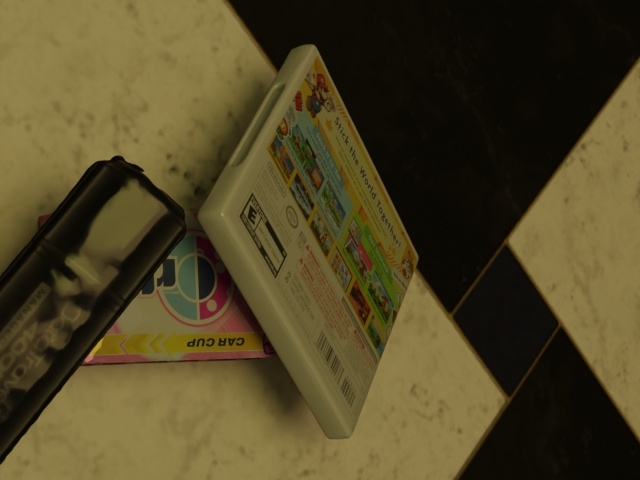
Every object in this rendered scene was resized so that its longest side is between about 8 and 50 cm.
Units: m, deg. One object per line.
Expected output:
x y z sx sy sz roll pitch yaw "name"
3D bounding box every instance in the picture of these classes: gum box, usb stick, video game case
-0.113 0.034 0.960 0.188 0.062 0.107 2 82 -39 "gum box"
-0.192 0.068 0.853 0.077 0.045 0.278 40 78 -13 "usb stick"
0.000 0.000 1.016 0.227 0.026 0.206 61 35 -32 "video game case"
